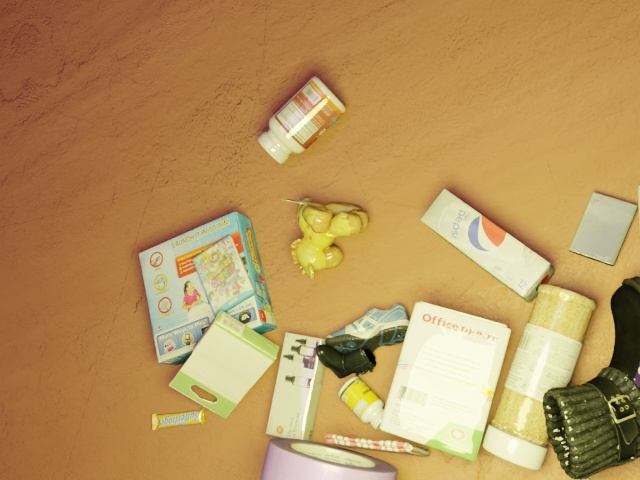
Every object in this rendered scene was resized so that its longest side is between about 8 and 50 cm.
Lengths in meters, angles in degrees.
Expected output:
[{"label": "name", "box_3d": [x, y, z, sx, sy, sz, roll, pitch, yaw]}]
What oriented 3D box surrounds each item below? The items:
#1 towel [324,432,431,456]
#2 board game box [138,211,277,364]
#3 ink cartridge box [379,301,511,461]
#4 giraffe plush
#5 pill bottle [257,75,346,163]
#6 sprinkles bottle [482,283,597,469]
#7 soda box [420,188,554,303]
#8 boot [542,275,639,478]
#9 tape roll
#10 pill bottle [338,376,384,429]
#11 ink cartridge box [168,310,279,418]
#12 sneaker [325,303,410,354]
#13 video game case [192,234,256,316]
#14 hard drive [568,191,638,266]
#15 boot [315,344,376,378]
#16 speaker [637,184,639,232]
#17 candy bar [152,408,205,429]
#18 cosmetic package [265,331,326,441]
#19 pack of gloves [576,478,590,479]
[{"label": "towel", "box_3d": [0.124, 0.433, 1.530, 0.197, 0.144, 0.029, 0, 72, 24]}, {"label": "board game box", "box_3d": [-0.291, 0.125, 1.823, 0.308, 0.086, 0.301, -21, 69, 18]}, {"label": "ink cartridge box", "box_3d": [0.263, 0.289, 1.501, 0.201, 0.117, 0.278, 15, 84, 16]}, {"label": "giraffe plush", "box_3d": [0.000, 0.000, 1.695, 0.210, 0.181, 0.170, 11, 104, 16]}, {"label": "pill bottle", "box_3d": [-0.050, -0.297, 1.799, 0.216, 0.121, 0.121, -42, 64, 10]}, {"label": "sprinkles bottle", "box_3d": [0.439, 0.270, 1.439, 0.121, 0.121, 0.355, 19, 86, 27]}, {"label": "soda box", "box_3d": [0.359, 0.010, 1.553, 0.286, 0.098, 0.091, 40, 95, 27]}, {"label": "boot", "box_3d": [0.539, 0.253, 1.350, 0.260, 0.131, 0.347, -11, 73, 1]}, {"label": "tape roll", "box_3d": [0.017, 0.486, 1.490, 0.275, 0.275, 0.090, 8, 81, 26]}, {"label": "pill bottle", "box_3d": [0.100, 0.364, 1.601, 0.116, 0.065, 0.065, 43, 97, 26]}, {"label": "ink cartridge box", "box_3d": [-0.232, 0.301, 1.725, 0.171, 0.056, 0.235, 33, 117, -10]}, {"label": "sneaker", "box_3d": [0.109, 0.205, 1.640, 0.211, 0.080, 0.081, -16, 47, 21]}, {"label": "video game case", "box_3d": [-0.236, 0.087, 1.751, 0.119, 0.015, 0.166, -32, 67, 14]}, {"label": "hard drive", "box_3d": [0.589, -0.024, 1.499, 0.094, 0.022, 0.135, 22, 87, 27]}, {"label": "boot", "box_3d": [0.061, 0.263, 1.619, 0.099, 0.121, 0.045, -24, 34, 28]}, {"label": "speaker", "box_3d": [0.671, -0.045, 1.450, 0.055, 0.055, 0.136, -2, 76, 24]}, {"label": "candy bar", "box_3d": [-0.357, 0.450, 1.812, 0.162, 0.018, 0.040, -12, 73, 22]}, {"label": "cosmetic package", "box_3d": [-0.052, 0.341, 1.678, 0.099, 0.060, 0.239, 6, 80, 26]}, {"label": "pack of gloves", "box_3d": [0.529, 0.571, 1.344, 0.195, 0.046, 0.232, 8, 55, 33]}]
